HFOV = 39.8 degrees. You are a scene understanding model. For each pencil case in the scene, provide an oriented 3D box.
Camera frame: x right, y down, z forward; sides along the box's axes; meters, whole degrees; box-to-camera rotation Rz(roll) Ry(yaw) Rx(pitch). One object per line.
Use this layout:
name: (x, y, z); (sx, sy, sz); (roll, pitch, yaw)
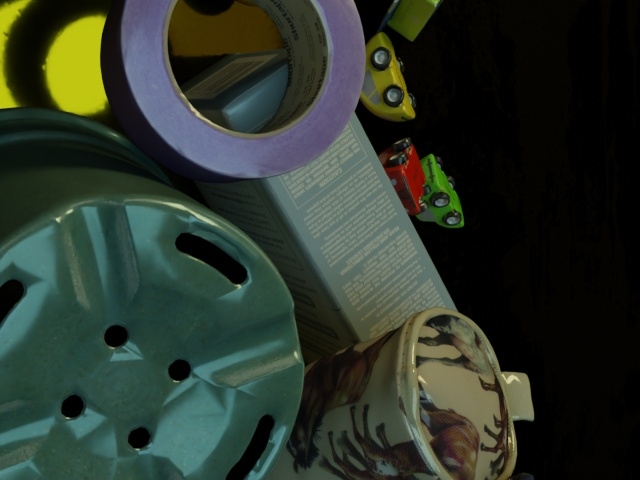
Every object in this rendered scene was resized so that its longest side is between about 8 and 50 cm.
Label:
pencil case: (-0.015, 0.201, 0.798); (0.183, 0.410, 0.160); (27, 47, -38)

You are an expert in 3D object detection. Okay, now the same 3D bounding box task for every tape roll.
tape roll: (-0.066, -0.139, 0.671); (0.189, 0.080, 0.189); (0, 90, -24)

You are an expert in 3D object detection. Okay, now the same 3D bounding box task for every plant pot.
plant pot: (-0.197, 0.072, 0.699); (0.341, 0.334, 0.341); (-6, 102, -28)

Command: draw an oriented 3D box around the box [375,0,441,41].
box: (0.131, -0.292, 0.942); (0.042, 0.109, 0.178); (35, 80, -1)

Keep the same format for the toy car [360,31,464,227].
toy car: (0.099, -0.079, 0.963); (0.053, 0.239, 0.225); (-19, 142, 19)

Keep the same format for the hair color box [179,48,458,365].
hair color box: (0.000, 0.000, 0.878); (0.113, 0.185, 0.374); (-38, 114, -19)

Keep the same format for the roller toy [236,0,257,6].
roller toy: (-0.054, -0.344, 0.811); (0.191, 0.146, 0.209); (-40, 107, -8)
